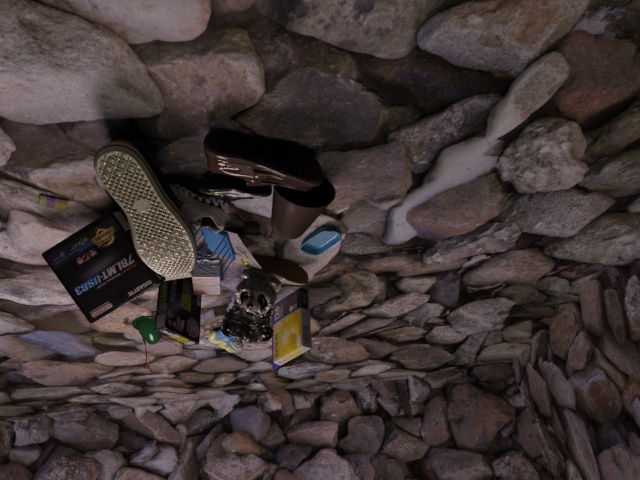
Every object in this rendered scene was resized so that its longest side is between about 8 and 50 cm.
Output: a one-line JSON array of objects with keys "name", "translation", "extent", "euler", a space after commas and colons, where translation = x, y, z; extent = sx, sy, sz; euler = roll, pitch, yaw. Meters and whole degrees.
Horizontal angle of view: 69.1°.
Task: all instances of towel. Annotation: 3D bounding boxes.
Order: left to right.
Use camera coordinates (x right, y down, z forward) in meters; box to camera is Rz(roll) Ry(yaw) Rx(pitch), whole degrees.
[{"name": "towel", "translation": [-0.867, -0.122, 1.513], "extent": [0.083, 0.009, 0.060], "euler": [14, 142, -28]}]

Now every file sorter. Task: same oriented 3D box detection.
[{"name": "file sorter", "translation": [-0.405, 0.043, 1.730], "extent": [0.118, 0.104, 0.170], "euler": [21, 149, 14]}]

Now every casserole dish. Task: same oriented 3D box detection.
[{"name": "casserole dish", "translation": [0.000, 0.000, 1.848], "extent": [0.114, 0.036, 0.188], "euler": [21, 138, -37]}]

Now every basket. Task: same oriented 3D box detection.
[{"name": "basket", "translation": [-0.080, -0.112, 1.565], "extent": [0.205, 0.154, 0.227], "euler": [9, 147, -13]}]

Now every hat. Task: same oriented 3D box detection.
[{"name": "hat", "translation": [-0.843, 0.502, 2.308], "extent": [0.173, 0.183, 0.208], "euler": [-12, 147, 6]}]

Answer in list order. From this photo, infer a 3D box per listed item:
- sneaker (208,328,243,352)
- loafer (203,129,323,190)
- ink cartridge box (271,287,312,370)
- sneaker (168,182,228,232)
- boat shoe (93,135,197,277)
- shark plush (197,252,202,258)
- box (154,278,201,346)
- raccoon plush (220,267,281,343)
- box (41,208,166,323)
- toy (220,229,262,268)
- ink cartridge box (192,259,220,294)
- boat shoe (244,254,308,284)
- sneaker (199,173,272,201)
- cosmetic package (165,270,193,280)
[{"name": "sneaker", "translation": [-0.483, 0.538, 2.520], "extent": [0.126, 0.091, 0.240], "euler": [-29, 140, 29]}, {"name": "loafer", "translation": [-0.172, -0.229, 1.400], "extent": [0.366, 0.133, 0.130], "euler": [15, 146, -15]}, {"name": "ink cartridge box", "translation": [-0.164, 0.422, 2.213], "extent": [0.072, 0.303, 0.307], "euler": [25, 134, -35]}, {"name": "sneaker", "translation": [-0.445, -0.103, 1.532], "extent": [0.292, 0.118, 0.110], "euler": [13, 143, -26]}, {"name": "boat shoe", "translation": [-0.506, -0.092, 1.407], "extent": [0.187, 0.156, 0.500], "euler": [-17, 128, 0]}, {"name": "shark plush", "translation": [-0.523, 0.093, 1.856], "extent": [0.161, 0.067, 0.073], "euler": [-20, 145, 18]}, {"name": "box", "translation": [-0.588, 0.281, 1.946], "extent": [0.060, 0.269, 0.216], "euler": [-18, 145, 17]}, {"name": "raccoon plush", "translation": [-0.302, 0.232, 2.000], "extent": [0.216, 0.446, 0.299], "euler": [11, 102, -20]}, {"name": "box", "translation": [-0.736, 0.091, 1.590], "extent": [0.296, 0.293, 0.073], "euler": [-29, -172, 6]}, {"name": "toy", "translation": [-0.313, 0.017, 1.773], "extent": [0.137, 0.056, 0.237], "euler": [11, 146, 27]}, {"name": "ink cartridge box", "translation": [-0.480, 0.156, 1.960], "extent": [0.116, 0.067, 0.198], "euler": [0, 146, -11]}, {"name": "boat shoe", "translation": [-0.188, 0.136, 1.969], "extent": [0.277, 0.098, 0.096], "euler": [19, 141, -19]}, {"name": "sneaker", "translation": [-0.274, -0.170, 1.509], "extent": [0.235, 0.084, 0.097], "euler": [6, 158, -5]}, {"name": "cosmetic package", "translation": [-0.632, 0.066, 1.712], "extent": [0.310, 0.160, 0.113], "euler": [-10, 146, 2]}]
